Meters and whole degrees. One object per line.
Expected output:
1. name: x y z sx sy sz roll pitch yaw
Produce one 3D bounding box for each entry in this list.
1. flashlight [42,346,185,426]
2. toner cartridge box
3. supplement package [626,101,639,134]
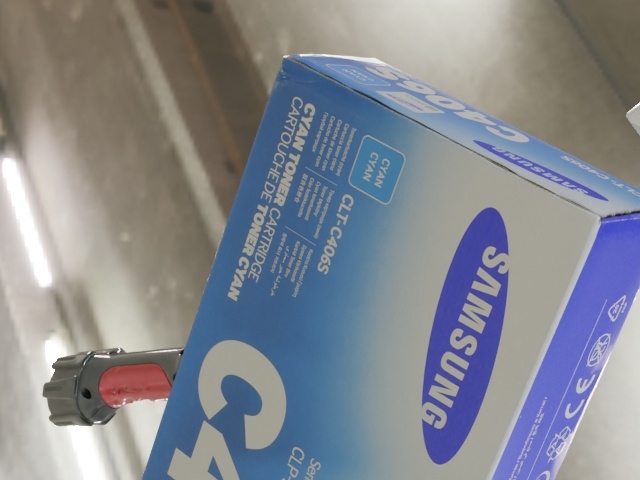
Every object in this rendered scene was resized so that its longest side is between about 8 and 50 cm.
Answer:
1. flashlight: -0.180 0.165 1.519 0.304 0.103 0.103 -10 -91 35
2. toner cartridge box: 0.008 0.108 0.624 0.165 0.075 0.348 30 -69 30
3. supplement package: 0.398 -0.134 1.174 0.134 0.244 0.139 52 -40 1
